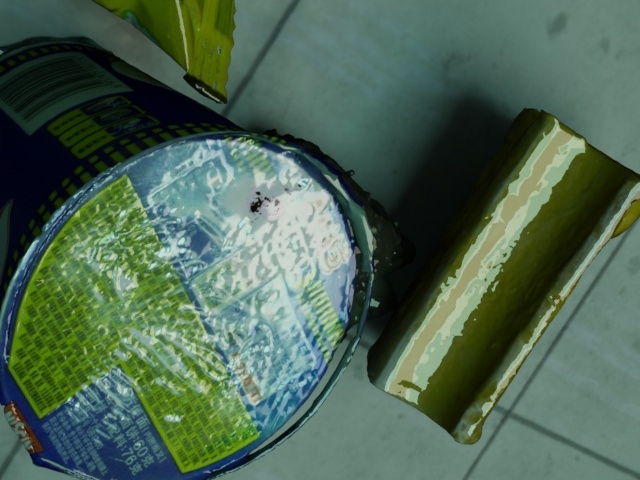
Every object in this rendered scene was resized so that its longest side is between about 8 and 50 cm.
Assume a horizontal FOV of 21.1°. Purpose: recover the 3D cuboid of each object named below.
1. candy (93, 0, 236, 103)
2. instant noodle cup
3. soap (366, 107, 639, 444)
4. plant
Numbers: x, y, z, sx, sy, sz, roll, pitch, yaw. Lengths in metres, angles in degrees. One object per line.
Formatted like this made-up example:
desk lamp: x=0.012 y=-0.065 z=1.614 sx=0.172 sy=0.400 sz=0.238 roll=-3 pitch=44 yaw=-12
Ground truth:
candy: x=-0.163 y=-0.242 z=1.269 sx=0.297 sy=0.081 sz=0.187 roll=29 pitch=61 yaw=-40
instant noodle cup: x=-0.155 y=-0.010 z=1.274 sx=0.284 sy=0.312 sz=0.284 roll=-14 pitch=122 yaw=-24
soap: x=0.171 y=0.029 z=1.554 sx=0.143 sy=0.259 sz=0.281 roll=32 pitch=95 yaw=4
plant: x=0.000 y=0.000 z=1.491 sx=0.142 sy=0.131 sz=0.203 roll=-42 pitch=133 yaw=-9
